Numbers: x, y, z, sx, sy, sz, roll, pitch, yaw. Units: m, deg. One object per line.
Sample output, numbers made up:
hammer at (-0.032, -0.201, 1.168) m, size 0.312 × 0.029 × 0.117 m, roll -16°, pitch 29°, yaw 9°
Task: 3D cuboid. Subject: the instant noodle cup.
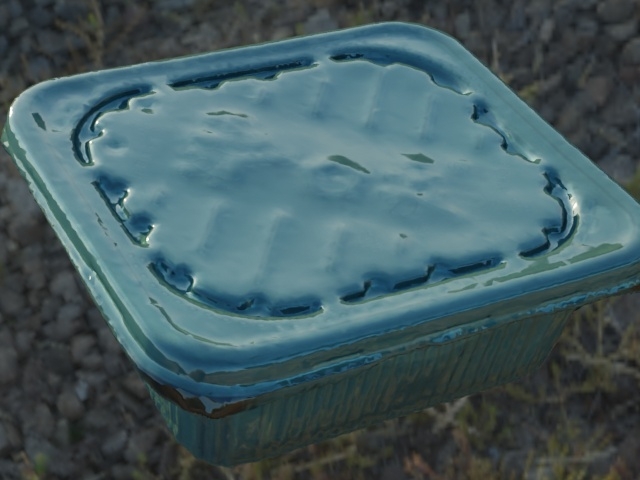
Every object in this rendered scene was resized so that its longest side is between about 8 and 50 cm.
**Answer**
instant noodle cup at (0.000, 0.000, 0.481) m, size 0.179 × 0.070 × 0.157 m, roll -14°, pitch 44°, yaw -26°
